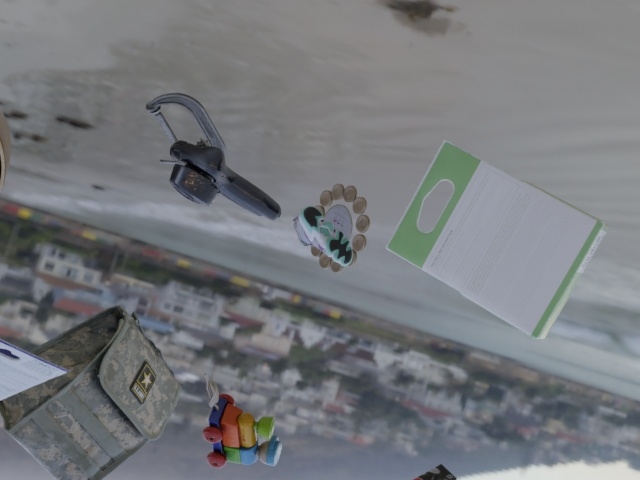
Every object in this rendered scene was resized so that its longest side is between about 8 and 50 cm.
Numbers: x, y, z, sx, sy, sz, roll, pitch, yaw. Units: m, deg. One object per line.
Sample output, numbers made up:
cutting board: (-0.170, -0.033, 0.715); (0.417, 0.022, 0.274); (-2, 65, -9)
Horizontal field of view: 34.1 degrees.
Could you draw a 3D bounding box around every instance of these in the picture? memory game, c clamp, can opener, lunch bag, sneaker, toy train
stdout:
memory game: (0.037, -0.025, 2.117); (0.012, 0.186, 0.186); (8, -177, -40)
c clamp: (-0.214, -0.163, 1.575); (0.137, 0.022, 0.161); (7, 143, 24)
can opener: (-0.116, -0.069, 1.265); (0.059, 0.073, 0.186); (30, -179, 39)
lunch bag: (-0.400, 0.277, 1.861); (0.169, 0.287, 0.235); (40, 163, 46)
sneaker: (0.000, 0.000, 1.436); (0.098, 0.038, 0.069); (52, 152, -1)
toy train: (-0.156, 0.364, 2.099); (0.143, 0.105, 0.248); (8, 134, 10)

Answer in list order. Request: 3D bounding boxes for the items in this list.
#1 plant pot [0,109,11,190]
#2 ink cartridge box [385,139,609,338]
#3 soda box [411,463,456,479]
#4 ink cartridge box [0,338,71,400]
plant pot: (-0.596, -0.157, 1.684); (0.237, 0.237, 0.254); (18, -163, -6)
ink cartridge box: (0.226, -0.003, 1.354); (0.235, 0.171, 0.056); (31, -171, 21)
soda box: (0.195, 0.522, 2.110); (0.169, 0.060, 0.053); (-23, -144, -24)
ink cartridge box: (-0.526, 0.174, 1.551); (0.224, 0.045, 0.223); (-22, 143, 26)
